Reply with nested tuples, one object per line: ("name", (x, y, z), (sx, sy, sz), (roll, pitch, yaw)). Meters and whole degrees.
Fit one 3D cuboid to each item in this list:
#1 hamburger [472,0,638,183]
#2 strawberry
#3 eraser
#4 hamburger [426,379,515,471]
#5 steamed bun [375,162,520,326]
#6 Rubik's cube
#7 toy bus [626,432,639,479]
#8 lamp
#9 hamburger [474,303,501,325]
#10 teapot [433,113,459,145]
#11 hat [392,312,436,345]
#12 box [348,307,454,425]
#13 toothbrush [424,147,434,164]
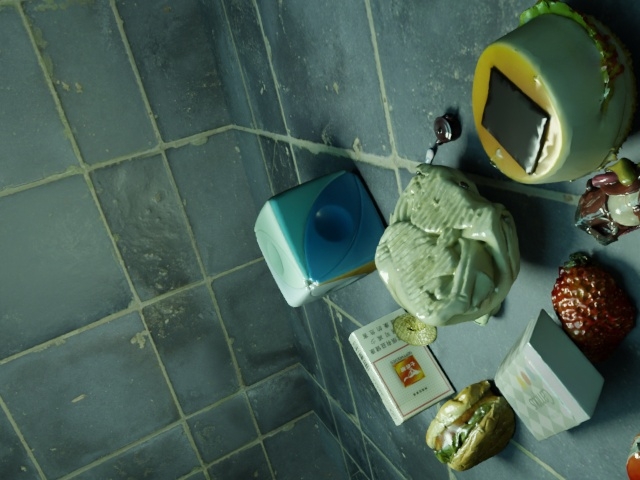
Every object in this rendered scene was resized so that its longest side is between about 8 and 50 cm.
("hamburger", (0.385, -0.233, 0.889), (0.294, 0.179, 0.276), (83, 165, -48))
("strawberry", (0.515, 0.149, 1.055), (0.235, 0.107, 0.175), (68, 160, 0))
("eraser", (0.487, 0.311, 1.185), (0.213, 0.082, 0.397), (56, 172, 26))
("hamburger", (0.425, 0.574, 1.579), (0.162, 0.209, 0.330), (53, 157, 36))
("steamed bun", (0.318, 0.017, 1.239), (0.347, 0.237, 0.394), (-15, 62, 44))
("Rubik's cube", (0.000, 0.000, 1.855), (0.351, 0.352, 0.347), (62, 159, 10))
("toy bus", (0.670, 0.442, 0.940), (0.265, 0.120, 0.121), (40, 144, 51))
("lamp", (0.510, -0.081, 0.822), (0.118, 0.118, 0.253), (64, 154, 10))
("hamburger", (0.405, 0.147, 1.399), (0.140, 0.062, 0.133), (51, 155, 33))
("teapot", (0.295, -0.263, 1.279), (0.067, 0.045, 0.100), (59, 157, 28))
("hat", (0.316, 0.273, 1.766), (0.146, 0.067, 0.146), (12, 128, 16))
("box", (0.267, 0.418, 1.801), (0.330, 0.210, 0.095), (59, 162, 22))
("toothbrush", (0.273, -0.158, 1.469), (0.021, 0.027, 0.269), (24, 146, 11))
